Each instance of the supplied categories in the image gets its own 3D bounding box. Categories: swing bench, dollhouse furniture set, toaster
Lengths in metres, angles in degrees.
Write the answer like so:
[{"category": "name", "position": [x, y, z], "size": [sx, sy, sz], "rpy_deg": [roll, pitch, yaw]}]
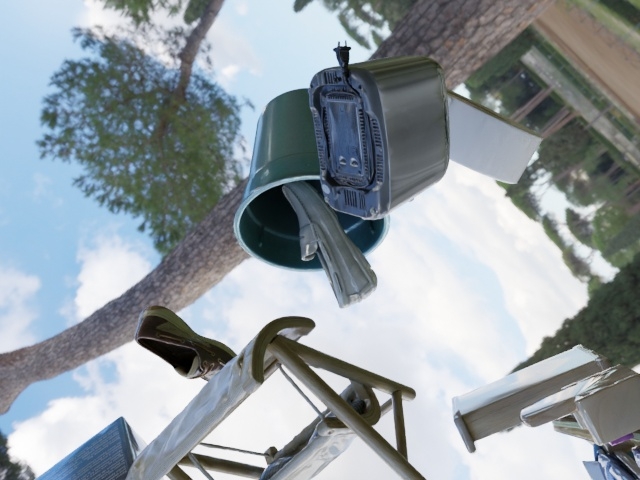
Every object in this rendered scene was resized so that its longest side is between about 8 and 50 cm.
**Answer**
[{"category": "swing bench", "position": [-0.053, 0.242, 0.681], "size": [0.255, 0.253, 0.165], "rpy_deg": [37, -156, -17]}, {"category": "dollhouse furniture set", "position": [0.318, 0.315, 0.679], "size": [0.303, 0.198, 0.286], "rpy_deg": [65, -171, 9]}, {"category": "toaster", "position": [0.078, -0.147, 0.727], "size": [0.146, 0.227, 0.129], "rpy_deg": [-25, -153, -33]}]

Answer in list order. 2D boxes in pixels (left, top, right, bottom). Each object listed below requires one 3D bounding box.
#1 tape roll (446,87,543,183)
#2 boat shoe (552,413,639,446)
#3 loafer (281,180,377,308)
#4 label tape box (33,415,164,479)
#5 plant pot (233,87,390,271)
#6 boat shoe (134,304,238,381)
[{"category": "tape roll", "position": [0.274, -0.218, 1.092], "size": [0.286, 0.100, 0.286], "rpy_deg": [22, -159, -9]}, {"category": "boat shoe", "position": [0.474, 0.327, 0.921], "size": [0.190, 0.072, 0.068], "rpy_deg": [6, 180, 10]}, {"category": "loafer", "position": [0.000, 0.000, 1.238], "size": [0.319, 0.111, 0.112], "rpy_deg": [55, 170, 15]}, {"category": "label tape box", "position": [-0.334, 0.427, 0.782], "size": [0.115, 0.249, 0.348], "rpy_deg": [61, 163, -22]}, {"category": "plant pot", "position": [-0.028, -0.156, 1.334], "size": [0.341, 0.341, 0.334], "rpy_deg": [26, -136, -34]}, {"category": "boat shoe", "position": [-0.329, 0.306, 1.446], "size": [0.342, 0.123, 0.123], "rpy_deg": [45, -157, -26]}]
